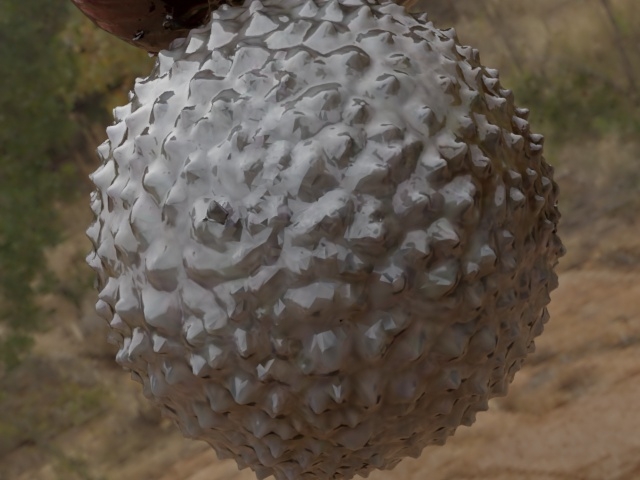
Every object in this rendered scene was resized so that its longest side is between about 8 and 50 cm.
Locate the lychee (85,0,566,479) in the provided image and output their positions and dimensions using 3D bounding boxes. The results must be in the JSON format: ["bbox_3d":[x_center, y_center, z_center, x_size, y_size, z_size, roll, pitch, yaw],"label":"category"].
[{"bbox_3d":[0.005,0.002,0.870,0.300,0.300,0.300,-27,12,6],"label":"lychee"}]

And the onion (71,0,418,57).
[{"bbox_3d":[-0.047,-0.250,0.955,0.314,0.232,0.314,-13,-31,-8],"label":"onion"}]
